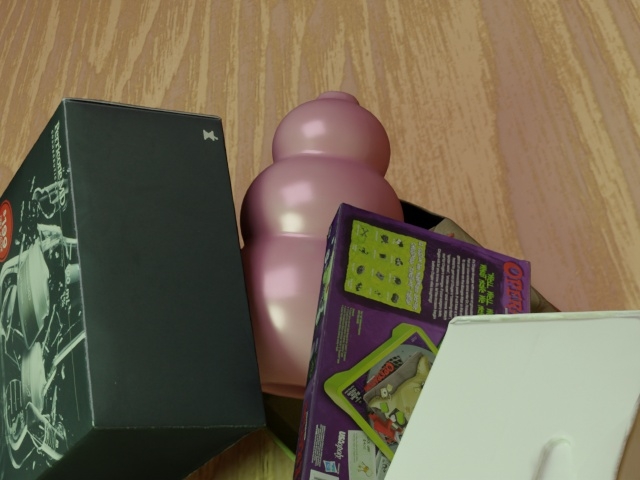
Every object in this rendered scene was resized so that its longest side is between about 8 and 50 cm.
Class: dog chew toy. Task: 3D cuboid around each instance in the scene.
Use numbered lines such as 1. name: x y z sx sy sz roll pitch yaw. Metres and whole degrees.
1. dog chew toy: 0.000 0.000 1.367 0.207 0.207 0.331 -4 71 39

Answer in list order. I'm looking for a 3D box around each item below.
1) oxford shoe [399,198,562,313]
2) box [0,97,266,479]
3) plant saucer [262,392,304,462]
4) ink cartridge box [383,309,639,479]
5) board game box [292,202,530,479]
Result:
1. oxford shoe: 0.149 0.055 1.380 0.123 0.130 0.348 -42 35 -9
2. box: -0.223 0.079 1.329 0.312 0.179 0.343 -41 52 50
3. plant saucer: 0.012 0.161 1.453 0.188 0.045 0.188 -43 35 -9
4. ink cartridge box: 0.191 0.274 0.852 0.166 0.395 0.285 -4 45 38
5. board game box: 0.091 0.130 1.159 0.056 0.208 0.346 112 171 -47
